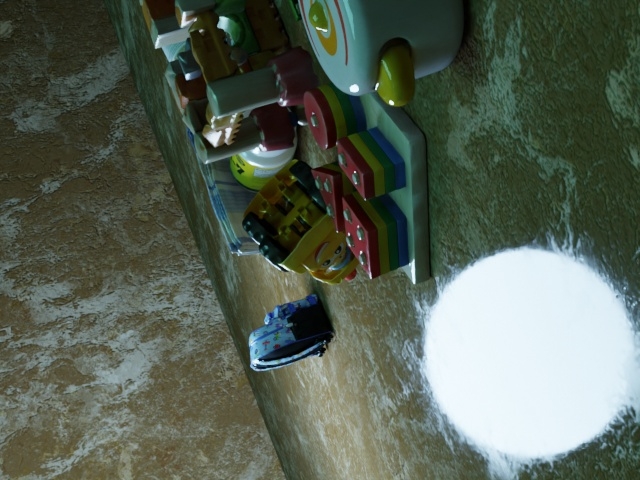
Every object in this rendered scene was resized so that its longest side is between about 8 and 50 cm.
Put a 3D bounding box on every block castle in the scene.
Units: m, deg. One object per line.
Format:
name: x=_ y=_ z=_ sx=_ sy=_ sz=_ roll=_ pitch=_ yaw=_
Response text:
block castle: x=-0.147 y=-0.371 z=1.760 sx=0.303 sy=0.212 sz=0.453 roll=125 pitch=125 yaw=-71

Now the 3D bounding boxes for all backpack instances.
backpack: x=-0.075 y=0.201 z=2.324 sx=0.158 sy=0.173 sz=0.117 roll=110 pitch=139 yaw=-70

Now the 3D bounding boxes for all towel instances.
towel: x=-0.138 y=-0.103 z=2.175 sx=0.034 sy=0.209 sz=0.285 roll=-36 pitch=68 yaw=38

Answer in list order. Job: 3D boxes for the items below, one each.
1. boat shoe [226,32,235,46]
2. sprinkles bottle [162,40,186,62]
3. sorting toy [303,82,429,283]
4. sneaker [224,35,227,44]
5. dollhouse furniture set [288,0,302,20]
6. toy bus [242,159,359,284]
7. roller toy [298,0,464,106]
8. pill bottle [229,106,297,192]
boat shoe: x=-0.134 y=-0.332 z=2.060 sx=0.073 sy=0.073 sz=0.207 roll=-130 pitch=32 yaw=-61
sprinkles bottle: x=-0.278 y=-0.416 z=2.403 sx=0.121 sy=0.121 sz=0.355 roll=87 pitch=160 yaw=-49
sorting toy: x=0.056 y=-0.098 z=1.574 sx=0.255 sy=0.089 sz=0.257 roll=-123 pitch=19 yaw=-46
sneaker: x=-0.175 y=-0.380 z=2.219 sx=0.098 sy=0.038 sz=0.069 roll=-131 pitch=25 yaw=-56
dollhouse furniture set: x=-0.003 y=-0.356 z=1.523 sx=0.151 sy=0.058 sz=0.076 roll=139 pitch=111 yaw=-76
toy bus: x=0.000 y=0.000 z=1.816 sx=0.211 sy=0.149 sz=0.220 roll=42 pitch=-175 yaw=-29
roller toy: x=0.057 y=-0.261 z=1.226 sx=0.191 sy=0.146 sz=0.209 roll=-140 pitch=33 yaw=-66
pill bottle: x=-0.105 y=-0.175 z=2.050 sx=0.208 sy=0.119 sz=0.119 roll=115 pitch=134 yaw=-71
